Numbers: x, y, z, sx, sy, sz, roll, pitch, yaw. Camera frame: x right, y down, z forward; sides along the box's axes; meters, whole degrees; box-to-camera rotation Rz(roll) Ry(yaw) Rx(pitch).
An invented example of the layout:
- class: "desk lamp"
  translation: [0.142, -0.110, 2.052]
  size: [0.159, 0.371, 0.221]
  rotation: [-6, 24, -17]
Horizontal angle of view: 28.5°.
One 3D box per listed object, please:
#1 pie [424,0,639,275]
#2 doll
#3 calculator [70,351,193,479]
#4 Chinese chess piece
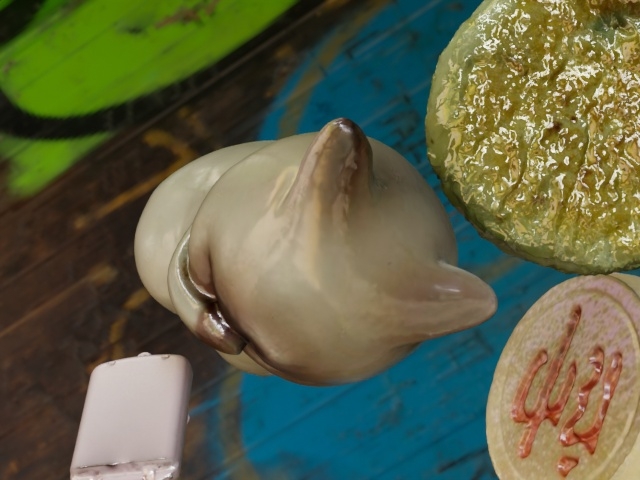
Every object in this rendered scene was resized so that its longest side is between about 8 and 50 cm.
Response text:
- class: "pie"
  translation: [0.223, -0.100, 1.016]
  size: [0.277, 0.277, 0.078]
  rotation: [58, 3, 1]
- class: "doll"
  translation: [-0.025, 0.015, 1.052]
  size: [0.215, 0.226, 0.370]
  rotation: [55, -7, -11]
- class: "calculator"
  translation: [-0.170, 0.164, 1.143]
  size: [0.175, 0.100, 0.032]
  rotation: [-88, 169, -51]
- class: "Chinese chess piece"
  translation: [0.287, 0.166, 1.279]
  size: [0.112, 0.270, 0.270]
  rotation: [20, 29, -26]
